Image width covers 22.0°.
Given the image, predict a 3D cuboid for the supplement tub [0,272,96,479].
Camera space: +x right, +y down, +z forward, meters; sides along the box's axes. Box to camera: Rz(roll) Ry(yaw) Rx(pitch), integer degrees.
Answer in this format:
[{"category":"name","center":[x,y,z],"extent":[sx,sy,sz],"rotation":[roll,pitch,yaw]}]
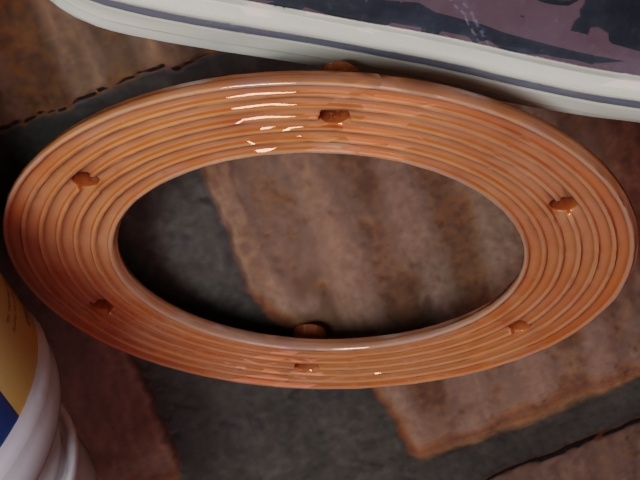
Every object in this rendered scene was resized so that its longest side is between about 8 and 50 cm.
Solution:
[{"category":"supplement tub","center":[-0.266,0.053,0.789],"extent":[0.228,0.228,0.316],"rotation":[-28,123,3]}]

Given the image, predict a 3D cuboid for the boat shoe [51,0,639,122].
[{"category":"boat shoe","center":[0.107,-0.171,0.809],"extent":[0.500,0.187,0.156],"rotation":[6,127,-12]}]

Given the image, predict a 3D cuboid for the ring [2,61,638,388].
[{"category":"ring","center":[0.000,0.000,0.888],"extent":[0.337,0.032,0.336],"rotation":[2,150,1]}]
